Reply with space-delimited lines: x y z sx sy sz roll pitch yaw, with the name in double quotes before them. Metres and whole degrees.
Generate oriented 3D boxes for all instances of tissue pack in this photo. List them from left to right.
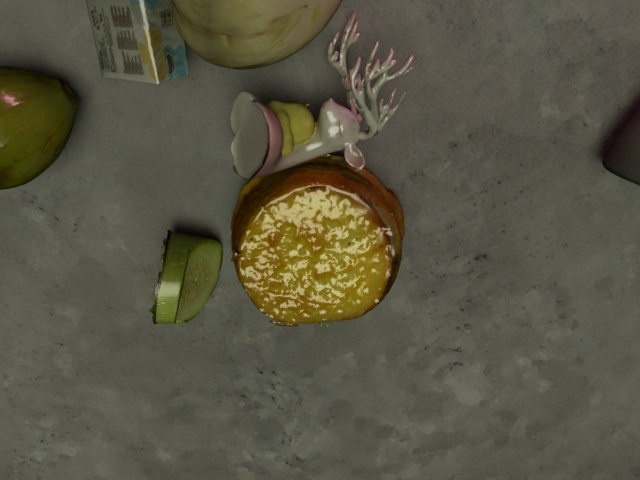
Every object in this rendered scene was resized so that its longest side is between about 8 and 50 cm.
"tissue pack" -0.330 -0.426 1.116 0.159 0.145 0.230 13 122 30

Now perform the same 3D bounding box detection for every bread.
"bread" 0.000 0.000 1.291 0.398 0.215 0.398 -2 113 -4

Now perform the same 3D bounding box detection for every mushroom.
"mushroom" -0.130 -0.454 0.996 0.353 0.353 0.325 16 101 -9

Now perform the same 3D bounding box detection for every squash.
"squash" -0.306 0.093 1.332 0.133 0.220 0.220 14 117 -5

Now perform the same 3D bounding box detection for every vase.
"vase" 0.718 -0.264 1.196 0.173 0.173 0.321 14 112 -8

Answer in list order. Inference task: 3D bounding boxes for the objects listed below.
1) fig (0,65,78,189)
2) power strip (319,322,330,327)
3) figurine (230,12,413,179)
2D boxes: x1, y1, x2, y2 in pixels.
"fig" -0.605 -0.231 1.160 0.271 0.239 0.239 -34 117 -18
"power strip" 0.016 0.185 1.497 0.027 0.017 0.083 13 117 -7
"figurine" 0.007 -0.249 1.118 0.315 0.206 0.284 -17 133 -31
